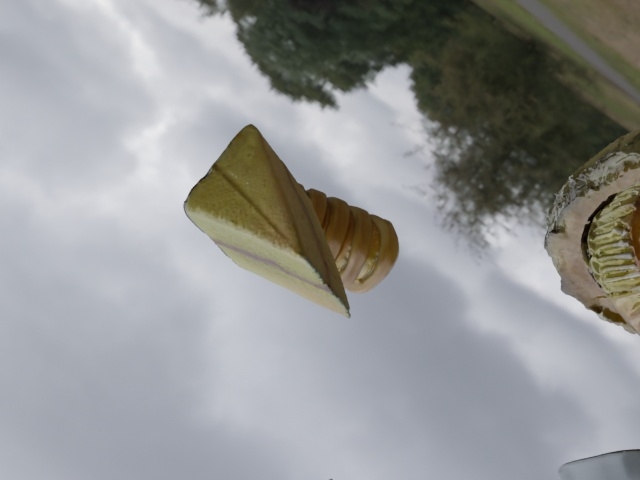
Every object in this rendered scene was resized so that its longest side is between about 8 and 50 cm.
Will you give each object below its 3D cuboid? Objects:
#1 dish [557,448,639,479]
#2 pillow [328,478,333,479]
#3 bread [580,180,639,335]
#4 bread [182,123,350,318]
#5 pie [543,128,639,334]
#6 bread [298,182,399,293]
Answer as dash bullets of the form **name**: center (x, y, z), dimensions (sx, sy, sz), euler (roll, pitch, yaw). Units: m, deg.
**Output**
- **dish**: center (0.329, 0.264, 1.014), dimensions (0.191, 0.191, 0.066), euler (26, -123, -32)
- **pillow**: center (-0.056, 0.390, 1.379), dimensions (0.130, 0.217, 0.033), euler (-25, -113, -34)
- **bread**: center (0.346, 0.027, 0.976), dimensions (0.190, 0.132, 0.114), euler (44, 158, -8)
- **bread**: center (-0.033, -0.029, 1.422), dimensions (0.264, 0.163, 0.167), euler (23, 159, 41)
- **pie**: center (0.476, 0.005, 1.437), dimensions (0.339, 0.339, 0.083), euler (35, -140, 1)
- **bread**: center (0.000, 0.000, 1.861), dimensions (0.311, 0.173, 0.121), euler (19, -148, -18)
